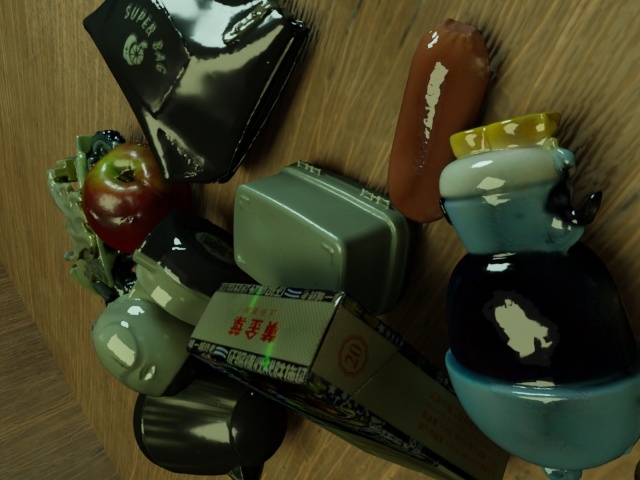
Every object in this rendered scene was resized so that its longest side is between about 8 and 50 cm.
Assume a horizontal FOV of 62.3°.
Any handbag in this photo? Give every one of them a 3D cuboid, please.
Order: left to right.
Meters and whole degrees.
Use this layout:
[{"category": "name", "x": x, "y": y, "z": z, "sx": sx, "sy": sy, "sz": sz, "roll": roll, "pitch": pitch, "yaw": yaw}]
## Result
[{"category": "handbag", "x": -0.165, "y": -0.268, "z": 0.701, "sx": 0.288, "sy": 0.152, "sz": 0.342, "roll": -41, "pitch": 75, "yaw": 37}]

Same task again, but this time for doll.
[{"category": "doll", "x": 0.177, "y": 0.057, "z": 0.442, "sx": 0.177, "sy": 0.141, "sz": 0.314, "roll": 4, "pitch": 106, "yaw": 65}]

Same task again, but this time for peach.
[{"category": "peach", "x": -0.312, "y": -0.062, "z": 0.926, "sx": 0.197, "sy": 0.197, "sz": 0.198, "roll": 23, "pitch": 123, "yaw": 42}]

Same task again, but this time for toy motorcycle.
[{"category": "toy motorcycle", "x": -0.443, "y": -0.025, "z": 1.107, "sx": 0.236, "sy": 0.168, "sz": 0.411, "roll": 14, "pitch": 111, "yaw": 39}]

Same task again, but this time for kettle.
[{"category": "kettle", "x": -0.157, "y": 0.291, "z": 0.922, "sx": 0.271, "sy": 0.251, "sz": 0.207, "roll": -10, "pitch": 129, "yaw": 44}]

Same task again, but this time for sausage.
[{"category": "sausage", "x": 0.109, "y": -0.105, "z": 0.503, "sx": 0.077, "sy": 0.077, "sz": 0.194, "roll": 35, "pitch": 132, "yaw": 35}]

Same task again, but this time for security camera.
[{"category": "security camera", "x": -0.231, "y": 0.116, "z": 0.822, "sx": 0.191, "sy": 0.197, "sz": 0.277, "roll": 35, "pitch": 102, "yaw": -12}]

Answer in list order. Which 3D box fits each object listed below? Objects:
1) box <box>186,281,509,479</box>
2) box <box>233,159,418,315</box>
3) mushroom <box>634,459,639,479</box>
[{"category": "box", "x": 0.037, "y": 0.158, "z": 0.553, "sx": 0.198, "sy": 0.084, "sz": 0.310, "roll": -2, "pitch": 145, "yaw": 49}, {"category": "box", "x": 0.000, "y": 0.000, "z": 0.627, "sx": 0.210, "sy": 0.129, "sz": 0.148, "roll": 30, "pitch": 126, "yaw": 38}, {"category": "mushroom", "x": 0.319, "y": 0.324, "z": 0.430, "sx": 0.087, "sy": 0.107, "sz": 0.334, "roll": -7, "pitch": 101, "yaw": 16}]
